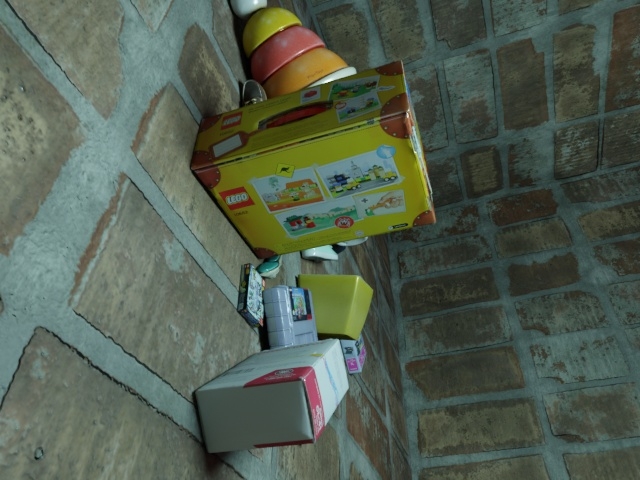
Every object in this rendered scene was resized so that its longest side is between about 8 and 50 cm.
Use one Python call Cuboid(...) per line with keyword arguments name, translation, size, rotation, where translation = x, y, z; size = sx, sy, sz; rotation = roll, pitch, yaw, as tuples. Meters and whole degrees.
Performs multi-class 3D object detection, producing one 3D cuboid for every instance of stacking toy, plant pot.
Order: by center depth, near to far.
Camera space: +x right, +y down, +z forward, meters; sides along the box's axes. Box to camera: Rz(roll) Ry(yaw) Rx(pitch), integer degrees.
Cuboid(name="stacking toy", translation=(-0.133, -0.641, 1.655), size=(0.479, 0.351, 0.350), rotation=(60, 17, -6))
Cuboid(name="plant pot", translation=(0.045, 0.231, 1.684), size=(0.212, 0.213, 0.187), rotation=(46, 48, -63))

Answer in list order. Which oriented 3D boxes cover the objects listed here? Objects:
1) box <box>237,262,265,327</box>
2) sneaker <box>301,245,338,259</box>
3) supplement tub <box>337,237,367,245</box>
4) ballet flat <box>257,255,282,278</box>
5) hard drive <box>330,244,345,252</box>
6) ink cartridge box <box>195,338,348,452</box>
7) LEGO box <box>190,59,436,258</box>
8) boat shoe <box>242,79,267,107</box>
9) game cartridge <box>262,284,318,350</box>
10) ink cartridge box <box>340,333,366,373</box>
Cuboid(name="box", translation=(-0.172, 0.138, 1.265), size=(0.094, 0.027, 0.136), rotation=(61, 21, -49))
Cuboid(name="sneaker", translation=(0.000, 0.000, 1.874), size=(0.256, 0.094, 0.150), rotation=(23, 61, -69))
Cuboid(name="supplement tub", translation=(0.112, -0.091, 2.072), size=(0.144, 0.145, 0.199), rotation=(45, 34, -64))
Cuboid(name="ballet flat", translation=(-0.135, 0.080, 1.404), size=(0.168, 0.057, 0.052), rotation=(-59, 144, -69))
Cuboid(name="hard drive", translation=(0.050, -0.053, 2.196), size=(0.254, 0.054, 0.171), rotation=(46, 34, -63))
Cuboid(name="ink cartridge box", translation=(-0.084, 0.314, 1.055), size=(0.306, 0.226, 0.131), rotation=(-2, 80, -74))
Cuboid(name="LEGO box", translation=(0.002, -0.173, 1.249), size=(0.372, 0.501, 0.193), rotation=(62, 22, -48))
Cuboid(name="boat shoe", translation=(-0.199, -0.395, 1.523), size=(0.073, 0.073, 0.206), rotation=(11, 67, -76))
Cuboid(name="game cartridge", translation=(-0.071, 0.246, 1.436), size=(0.355, 0.068, 0.229), rotation=(28, 56, -75))
Cuboid(name="ink cartridge box", translation=(0.120, 0.372, 2.091), size=(0.186, 0.065, 0.310), rotation=(-47, 121, -73))
